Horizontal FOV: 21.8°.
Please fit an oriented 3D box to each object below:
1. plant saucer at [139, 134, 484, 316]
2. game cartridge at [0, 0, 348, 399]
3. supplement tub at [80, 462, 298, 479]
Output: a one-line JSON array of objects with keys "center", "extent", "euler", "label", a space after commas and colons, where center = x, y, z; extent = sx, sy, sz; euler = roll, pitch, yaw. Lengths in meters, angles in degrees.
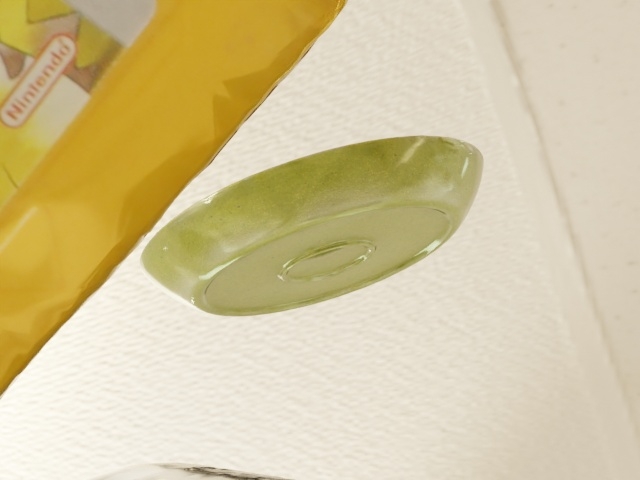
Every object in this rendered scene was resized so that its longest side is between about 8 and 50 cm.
[{"center": [0.000, 0.000, 1.107], "extent": [0.241, 0.241, 0.037], "euler": [-10, -108, -23], "label": "plant saucer"}, {"center": [-0.200, -0.082, 0.531], "extent": [0.323, 0.053, 0.285], "euler": [36, -64, -15], "label": "game cartridge"}, {"center": [-0.005, 0.183, 0.542], "extent": [0.207, 0.338, 0.207], "euler": [0, -90, -39], "label": "supplement tub"}]
